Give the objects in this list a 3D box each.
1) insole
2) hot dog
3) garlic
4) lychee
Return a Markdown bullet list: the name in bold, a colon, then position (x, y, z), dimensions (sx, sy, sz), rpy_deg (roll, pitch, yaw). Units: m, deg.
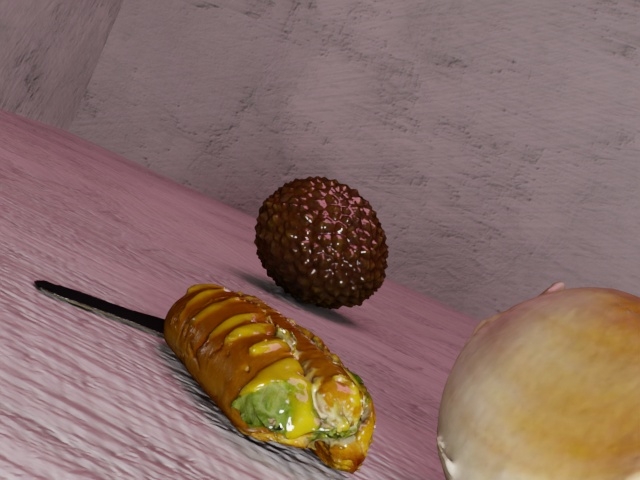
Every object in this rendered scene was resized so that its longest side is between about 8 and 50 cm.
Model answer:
- **insole**: position (-0.150, 0.067, 0.896), dimensions (0.188, 0.004, 0.064), rpy_deg (22, 3, -23)
- **hot dog**: position (-0.037, 0.091, 0.763), dimensions (0.115, 0.072, 0.269), rpy_deg (31, -1, -27)
- **garlic**: position (0.223, 0.136, 0.646), dimensions (0.286, 0.249, 0.313), rpy_deg (4, -9, -26)
- **lychee**: position (0.000, 0.000, 1.555), dimensions (0.200, 0.200, 0.238), rpy_deg (22, 15, -31)
